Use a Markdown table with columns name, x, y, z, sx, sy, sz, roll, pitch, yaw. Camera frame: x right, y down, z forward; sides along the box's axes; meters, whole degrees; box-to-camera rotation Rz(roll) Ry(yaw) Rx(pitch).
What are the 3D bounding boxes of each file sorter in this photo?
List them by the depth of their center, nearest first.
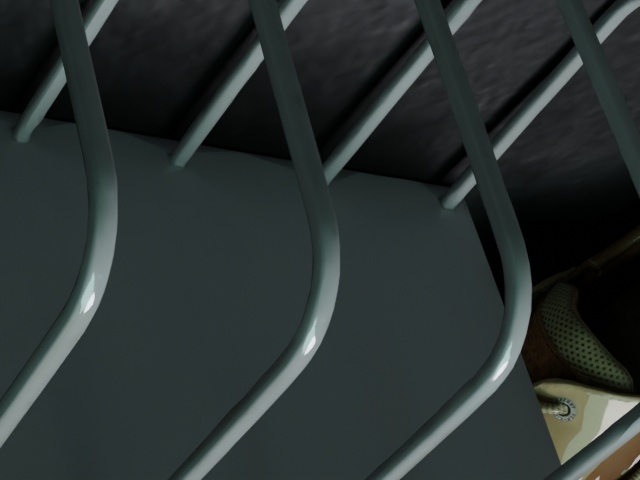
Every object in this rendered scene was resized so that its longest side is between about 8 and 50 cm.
| name | x | y | z | sx | sy | sz | roll | pitch | yaw |
| --- | --- | --- | --- | --- | --- | --- | --- | --- | --- |
| file sorter | 0.000 | 0.000 | 0.576 | 0.278 | 0.193 | 0.173 | 9 | 139 | -33 |

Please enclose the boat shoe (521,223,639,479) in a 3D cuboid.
| name | x | y | z | sx | sy | sz | roll | pitch | yaw |
| --- | --- | --- | --- | --- | --- | --- | --- | --- | --- |
| boat shoe | 0.118 | 0.064 | 0.786 | 0.324 | 0.122 | 0.120 | -37 | 137 | 6 |
